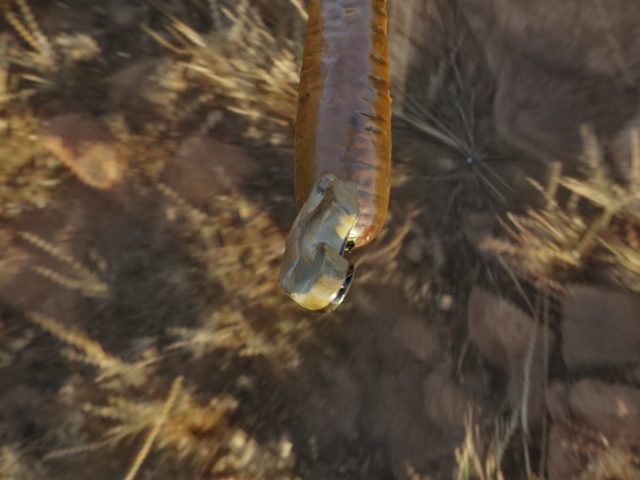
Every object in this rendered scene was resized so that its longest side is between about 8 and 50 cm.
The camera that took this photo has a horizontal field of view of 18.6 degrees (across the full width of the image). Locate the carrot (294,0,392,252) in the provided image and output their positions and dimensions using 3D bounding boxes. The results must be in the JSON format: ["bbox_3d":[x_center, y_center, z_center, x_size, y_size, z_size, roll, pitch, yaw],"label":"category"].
[{"bbox_3d":[0.014,-0.112,1.124,0.059,0.059,0.248,-1,72,4],"label":"carrot"}]

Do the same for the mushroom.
[{"bbox_3d":[0.000,0.000,0.824,0.019,0.101,0.049,29,110,-15],"label":"mushroom"}]
